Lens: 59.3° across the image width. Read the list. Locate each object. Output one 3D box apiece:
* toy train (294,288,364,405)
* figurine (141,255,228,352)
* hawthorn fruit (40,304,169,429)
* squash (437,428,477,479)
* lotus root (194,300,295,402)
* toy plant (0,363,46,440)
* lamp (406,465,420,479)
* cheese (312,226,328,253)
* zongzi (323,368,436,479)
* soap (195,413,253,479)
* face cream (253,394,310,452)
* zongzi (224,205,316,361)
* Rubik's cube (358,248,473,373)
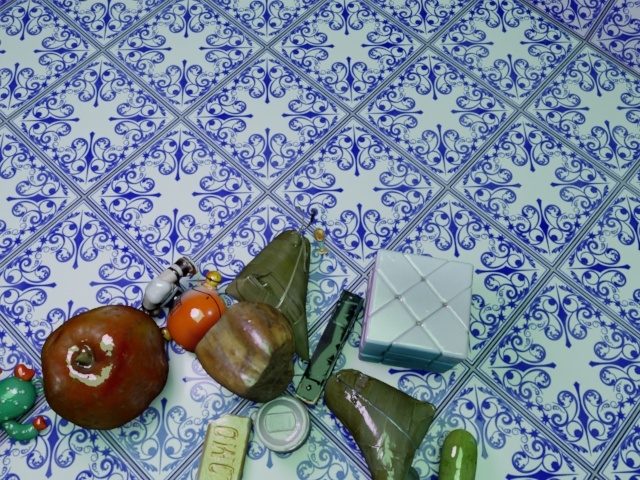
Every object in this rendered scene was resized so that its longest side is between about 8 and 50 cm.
[{"bbox_3d":[0.034,0.367,1.933,0.086,0.089,0.409,23,70,10],"label":"toy train"},{"bbox_3d":[-0.439,0.243,1.899,0.323,0.196,0.320,41,100,4],"label":"figurine"},{"bbox_3d":[-0.682,0.387,1.750,0.403,0.403,0.402,0,68,-1],"label":"hawthorn fruit"},{"bbox_3d":[0.419,0.781,1.763,0.118,0.118,0.370,13,72,4],"label":"squash"},{"bbox_3d":[-0.187,0.359,1.752,0.316,0.316,0.250,-35,45,-14],"label":"lotus root"},{"bbox_3d":[-1.063,0.567,1.783,0.400,0.185,0.279,-38,80,-30],"label":"toy plant"},{"bbox_3d":[0.261,0.759,1.773,0.105,0.105,0.105,0,68,-1],"label":"lamp"},{"bbox_3d":[0.000,0.000,2.117,0.047,0.017,0.111,-12,69,-3],"label":"cheese"},{"bbox_3d":[0.134,0.607,1.751,0.356,0.174,0.393,24,48,12],"label":"zongzi"},{"bbox_3d":[-0.308,0.678,1.808,0.140,0.073,0.232,11,67,-2],"label":"soap"},{"bbox_3d":[-0.118,0.590,1.806,0.177,0.153,0.177,0,68,0],"label":"face cream"},{"bbox_3d":[-0.078,0.146,2.007,0.418,0.181,0.447,50,51,-13],"label":"zongzi"},{"bbox_3d":[0.308,0.243,1.868,0.322,0.316,0.318,10,68,1],"label":"Rubik's cube"}]
